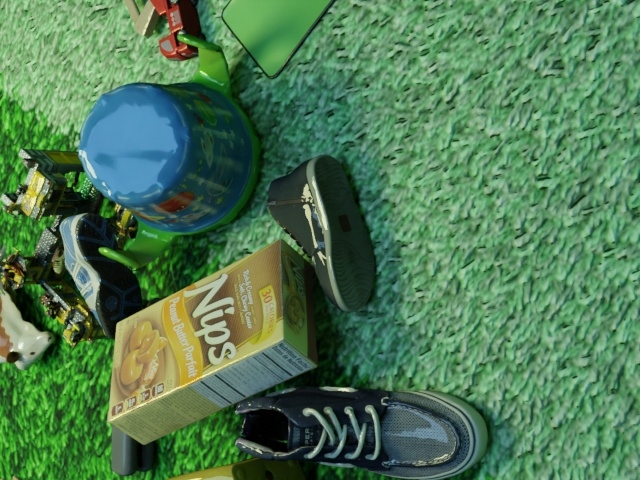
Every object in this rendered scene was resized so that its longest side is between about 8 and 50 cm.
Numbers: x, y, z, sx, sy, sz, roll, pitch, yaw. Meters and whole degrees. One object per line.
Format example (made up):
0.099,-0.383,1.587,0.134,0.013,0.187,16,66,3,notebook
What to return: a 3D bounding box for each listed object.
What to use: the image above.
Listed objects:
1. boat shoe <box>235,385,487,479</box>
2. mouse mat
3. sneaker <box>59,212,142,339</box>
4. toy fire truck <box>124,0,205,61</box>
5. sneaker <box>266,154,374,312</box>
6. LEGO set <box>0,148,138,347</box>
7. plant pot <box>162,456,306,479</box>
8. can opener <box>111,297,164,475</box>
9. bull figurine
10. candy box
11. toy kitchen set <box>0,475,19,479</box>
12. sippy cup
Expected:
0.041,0.262,1.625,0.340,0.158,0.127,-2,89,37,boat shoe
-0.059,-0.352,1.787,0.190,0.007,0.153,-50,63,28,mouse mat
-0.335,0.052,1.847,0.081,0.080,0.211,9,120,47,sneaker
-0.257,-0.363,1.909,0.135,0.047,0.192,-18,81,36,toy fire truck
0.000,0.000,1.715,0.118,0.083,0.222,-21,78,48,sneaker
-0.415,0.007,1.941,0.255,0.192,0.331,48,117,26,LEGO set
-0.116,0.405,1.709,0.187,0.212,0.212,-35,70,33,plant pot
-0.276,0.231,1.915,0.095,0.076,0.284,4,94,37,can opener
-0.593,0.122,2.137,0.310,0.101,0.189,4,89,34,bull figurine
-0.156,0.147,1.739,0.316,0.087,0.183,-27,43,24,candy box
-0.554,0.472,2.130,0.075,0.068,0.083,34,110,31,toy kitchen set
-0.227,-0.127,1.738,0.240,0.224,0.306,-15,83,12,sippy cup
